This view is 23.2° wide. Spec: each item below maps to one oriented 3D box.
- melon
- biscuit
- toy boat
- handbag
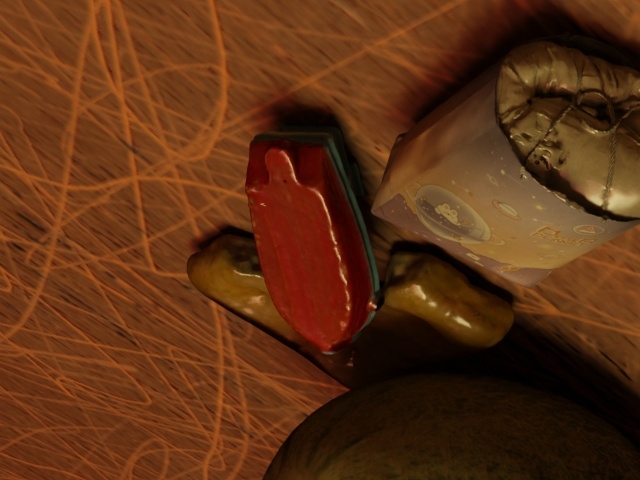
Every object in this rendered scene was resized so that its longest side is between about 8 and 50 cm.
[{"bbox_3d":[0.101,0.214,1.055,0.329,0.248,0.249,25,152,-34],"label":"melon"},{"bbox_3d":[0.020,0.039,1.051,0.174,0.039,0.183,38,145,-20],"label":"biscuit"},{"bbox_3d":[0.000,0.000,0.959,0.069,0.059,0.173,3,127,26],"label":"toy boat"},{"bbox_3d":[0.115,-0.042,0.828,0.117,0.095,0.173,24,157,-15],"label":"handbag"}]
